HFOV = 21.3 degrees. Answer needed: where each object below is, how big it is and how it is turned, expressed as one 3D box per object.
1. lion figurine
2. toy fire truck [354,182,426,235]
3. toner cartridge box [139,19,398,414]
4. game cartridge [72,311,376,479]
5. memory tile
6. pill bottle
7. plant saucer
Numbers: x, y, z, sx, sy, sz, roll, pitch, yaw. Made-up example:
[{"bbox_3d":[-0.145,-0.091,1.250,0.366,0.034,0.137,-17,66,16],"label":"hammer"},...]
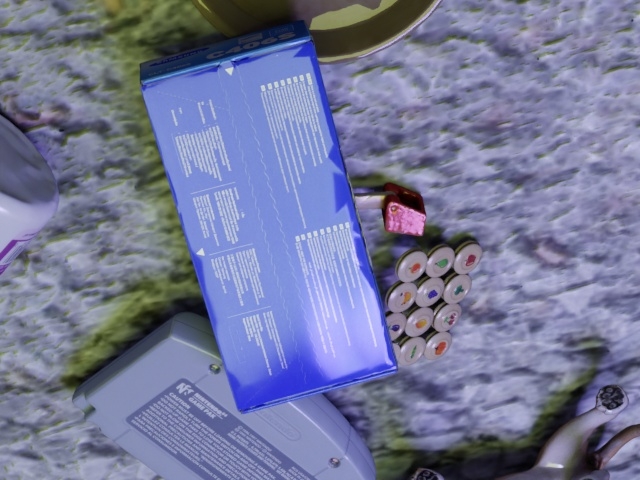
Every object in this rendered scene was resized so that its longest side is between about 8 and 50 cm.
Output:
[{"bbox_3d":[0.195,0.289,1.839,0.392,0.142,0.240,-16,158,-4],"label":"lion figurine"},{"bbox_3d":[0.000,0.000,1.723,0.192,0.047,0.135,10,117,-9],"label":"toy fire truck"},{"bbox_3d":[-0.047,-0.019,1.618,0.165,0.075,0.348,-15,111,-1],"label":"toner cartridge box"},{"bbox_3d":[-0.091,0.201,1.799,0.294,0.060,0.196,40,127,-22],"label":"game cartridge"},{"bbox_3d":[0.108,0.068,1.758,0.113,0.012,0.148,-6,125,-36],"label":"memory tile"},{"bbox_3d":[-0.403,0.014,1.632,0.169,0.169,0.301,38,110,-22],"label":"pill bottle"},{"bbox_3d":[-0.002,-0.295,1.565,0.278,0.041,0.278,-2,119,-4],"label":"plant saucer"}]
